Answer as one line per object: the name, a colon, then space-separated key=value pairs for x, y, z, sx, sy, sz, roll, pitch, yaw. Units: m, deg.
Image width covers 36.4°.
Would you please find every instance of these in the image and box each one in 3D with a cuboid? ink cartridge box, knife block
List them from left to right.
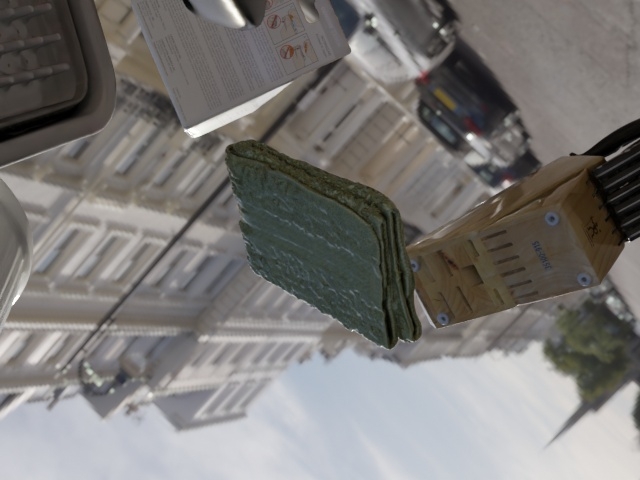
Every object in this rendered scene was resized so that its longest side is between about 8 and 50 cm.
ink cartridge box: x=-0.096 y=-0.254 z=1.189 sx=0.056 sy=0.224 sz=0.181 roll=45 pitch=-158 yaw=-82
knife block: x=0.243 y=-0.029 z=0.990 sx=0.242 sy=0.275 sz=0.088 roll=-39 pitch=-76 yaw=-49

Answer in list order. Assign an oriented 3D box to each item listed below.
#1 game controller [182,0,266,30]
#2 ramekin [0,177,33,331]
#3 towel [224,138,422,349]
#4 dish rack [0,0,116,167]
game controller: x=-0.070 y=-0.197 z=0.341 sx=0.319 sy=0.067 sz=0.166 roll=44 pitch=-150 yaw=-75
ramekin: x=-0.377 y=0.034 z=0.781 sx=0.273 sy=0.273 sz=0.127 roll=36 pitch=-146 yaw=-36
towel: x=0.000 y=0.000 z=0.602 sx=0.148 sy=0.027 sz=0.110 roll=24 pitch=136 yaw=39
dish rack: x=-0.283 y=-0.182 z=0.674 sx=0.333 sy=0.072 sz=0.285 roll=-40 pitch=-63 yaw=-63
